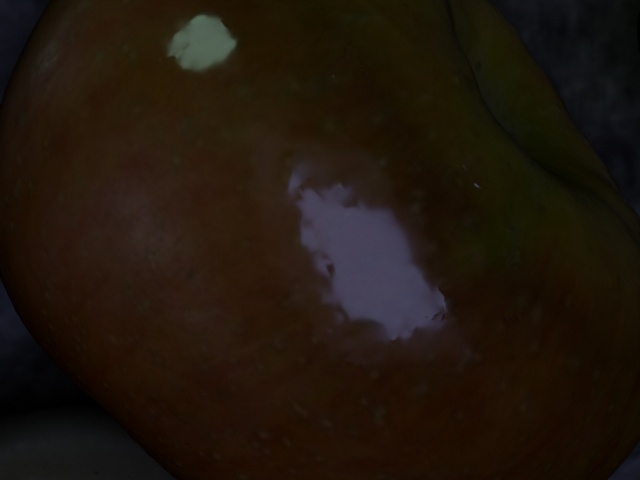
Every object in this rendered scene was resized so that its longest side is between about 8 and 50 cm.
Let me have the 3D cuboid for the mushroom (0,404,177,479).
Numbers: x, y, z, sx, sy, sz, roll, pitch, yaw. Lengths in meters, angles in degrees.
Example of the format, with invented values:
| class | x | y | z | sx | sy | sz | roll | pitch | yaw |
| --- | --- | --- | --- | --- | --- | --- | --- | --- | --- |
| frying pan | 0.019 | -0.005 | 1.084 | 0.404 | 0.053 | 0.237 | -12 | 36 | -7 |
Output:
| class | x | y | z | sx | sy | sz | roll | pitch | yaw |
| --- | --- | --- | --- | --- | --- | --- | --- | --- | --- |
| mushroom | -0.077 | 0.164 | 0.587 | 0.207 | 0.215 | 0.207 | -2 | 97 | -19 |

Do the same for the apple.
| class | x | y | z | sx | sy | sz | roll | pitch | yaw |
| --- | --- | --- | --- | --- | --- | --- | --- | --- | --- |
| apple | 0.000 | 0.000 | 0.568 | 0.173 | 0.210 | 0.235 | -38 | 81 | 18 |

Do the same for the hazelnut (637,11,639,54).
| class | x | y | z | sx | sy | sz | roll | pitch | yaw |
| --- | --- | --- | --- | --- | --- | --- | --- | --- | --- |
| hazelnut | 0.202 | -0.106 | 0.619 | 0.178 | 0.178 | 0.204 | 1 | 99 | -14 |
